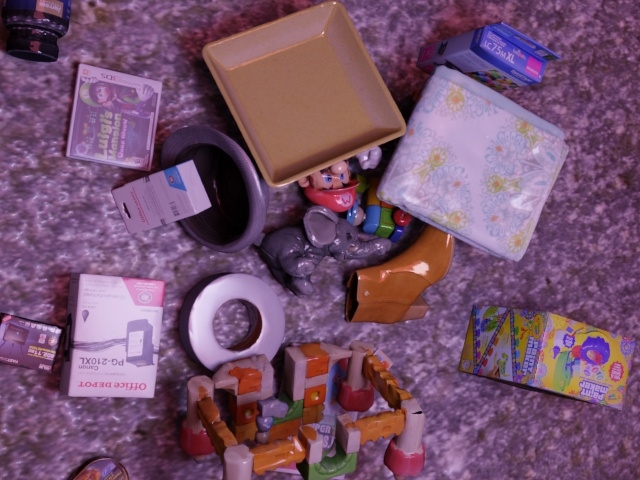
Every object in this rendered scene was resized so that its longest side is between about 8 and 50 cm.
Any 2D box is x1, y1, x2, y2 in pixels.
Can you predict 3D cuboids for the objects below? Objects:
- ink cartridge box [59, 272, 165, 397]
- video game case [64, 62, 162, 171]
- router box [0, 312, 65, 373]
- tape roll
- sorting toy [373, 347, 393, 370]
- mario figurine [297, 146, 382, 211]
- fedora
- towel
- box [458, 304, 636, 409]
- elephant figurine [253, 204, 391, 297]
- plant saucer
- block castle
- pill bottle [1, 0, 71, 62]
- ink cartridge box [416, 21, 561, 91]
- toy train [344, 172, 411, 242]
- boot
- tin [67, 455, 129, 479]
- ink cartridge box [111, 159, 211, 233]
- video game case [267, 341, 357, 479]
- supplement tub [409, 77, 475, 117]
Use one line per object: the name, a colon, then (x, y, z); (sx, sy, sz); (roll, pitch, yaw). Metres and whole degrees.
ink cartridge box: (-0.411, 0.188, 1.684); (0.172, 0.100, 0.237); (6, 87, -27)
video game case: (-0.417, -0.247, 1.727); (0.173, 0.022, 0.190); (9, 86, -27)
router box: (-0.565, 0.198, 1.640); (0.123, 0.038, 0.092); (18, 82, -26)
tape roll: (-0.188, 0.177, 1.816); (0.219, 0.072, 0.219); (0, 91, -27)
sorting toy: (0.148, 0.303, 2.023); (0.083, 0.012, 0.062); (45, 71, -20)
mario figurine: (0.013, -0.219, 1.859); (0.198, 0.170, 0.320); (-16, 91, 17)
fedora: (-0.196, -0.117, 1.756); (0.124, 0.244, 0.275); (-35, 108, -54)
towel: (0.344, -0.163, 1.874); (0.375, 0.090, 0.320); (25, 84, -16)
box: (0.549, 0.283, 2.081); (0.290, 0.279, 0.177); (18, 82, -27)
elephant figurine: (0.000, 0.000, 1.872); (0.239, 0.169, 0.186); (-40, 126, -17)
plant saucer: (-0.038, -0.299, 1.782); (0.333, 0.081, 0.332); (-24, 83, -19)
block castle: (-0.039, 0.392, 1.730); (0.453, 0.303, 0.212); (-10, 122, -25)
pill bottle: (-0.533, -0.455, 1.610); (0.123, 0.123, 0.219); (6, 89, -27)
ink cartridge box: (0.383, -0.413, 1.979); (0.186, 0.311, 0.065); (23, 78, -25)
toy train: (0.136, -0.127, 1.983); (0.144, 0.105, 0.248); (12, 64, -10)
boot: (0.175, 0.066, 1.942); (0.211, 0.104, 0.295); (2, 116, -29)
tin: (-0.466, 0.514, 1.692); (0.190, 0.040, 0.106); (-44, 104, -20)
ink cartridge box: (-0.322, -0.087, 1.721); (0.060, 0.180, 0.104); (-38, 110, -58)
video game case: (-0.008, 0.389, 1.935); (0.204, 0.025, 0.285); (15, 83, -26)
supplement tub: (0.318, -0.212, 2.011); (0.194, 0.194, 0.315); (-15, 96, -27)
